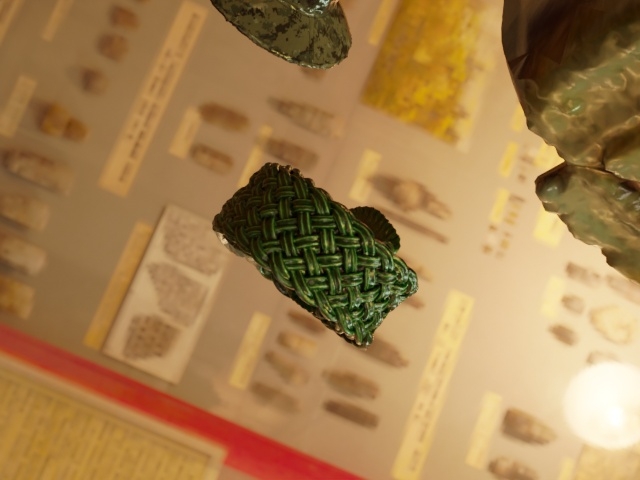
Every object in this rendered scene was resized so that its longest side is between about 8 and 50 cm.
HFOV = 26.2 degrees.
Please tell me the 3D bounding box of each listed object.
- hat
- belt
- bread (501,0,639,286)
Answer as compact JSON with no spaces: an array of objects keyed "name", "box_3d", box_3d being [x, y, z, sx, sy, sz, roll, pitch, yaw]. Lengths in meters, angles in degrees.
[{"name":"hat","box_3d":[-0.030,-0.356,1.787,0.128,0.265,0.265,-47,-163,35]},{"name":"belt","box_3d":[0.000,0.000,0.843,0.079,0.121,0.151,-50,-164,-6]},{"name":"bread","box_3d":[0.275,-0.145,0.793,0.395,0.264,0.239,-38,-152,56]}]
